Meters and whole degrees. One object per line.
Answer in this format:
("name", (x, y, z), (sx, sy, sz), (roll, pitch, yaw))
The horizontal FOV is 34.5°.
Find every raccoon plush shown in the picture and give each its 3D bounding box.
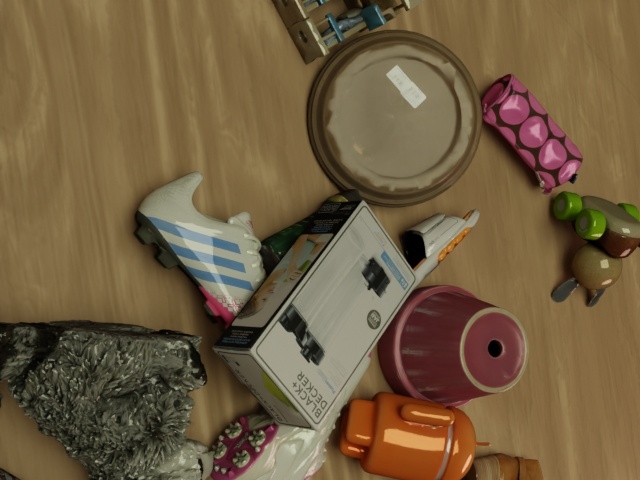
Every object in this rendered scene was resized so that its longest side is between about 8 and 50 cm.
("raccoon plush", (-0.335, 0.255, 1.318), (0.446, 0.216, 0.299), (7, 89, -21))

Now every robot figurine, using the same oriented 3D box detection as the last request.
("robot figurine", (0.141, 0.304, 1.572), (0.219, 0.128, 0.158), (13, 103, -6))

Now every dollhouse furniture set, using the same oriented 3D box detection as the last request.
("dollhouse furniture set", (0.036, -0.368, 1.545), (0.129, 0.183, 0.129), (-35, 102, -25))

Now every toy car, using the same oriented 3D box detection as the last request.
("toy car", (0.477, 0.028, 1.802), (0.155, 0.149, 0.188), (9, 111, -23))

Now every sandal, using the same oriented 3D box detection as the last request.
("sandal", (0.154, 0.017, 1.626), (0.076, 0.102, 0.265), (44, 61, 6))

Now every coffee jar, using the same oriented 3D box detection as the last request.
("coffee jar", (0.000, 0.000, 1.561), (0.184, 0.079, 0.096), (-35, 103, -25))

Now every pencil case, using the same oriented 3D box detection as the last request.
("pencil case", (0.354, -0.180, 1.752), (0.209, 0.095, 0.098), (45, 84, -15))

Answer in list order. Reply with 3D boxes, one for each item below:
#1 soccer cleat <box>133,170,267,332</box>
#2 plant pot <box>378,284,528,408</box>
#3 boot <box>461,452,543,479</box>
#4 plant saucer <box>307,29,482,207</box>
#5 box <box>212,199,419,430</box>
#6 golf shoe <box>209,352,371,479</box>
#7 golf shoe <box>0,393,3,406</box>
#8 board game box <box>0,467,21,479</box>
("soccer cleat", (-0.120, 0.047, 1.468), (0.143, 0.116, 0.331), (-42, 104, -9))
("plant pot", (0.218, 0.167, 1.606), (0.201, 0.180, 0.201), (2, 85, -26))
("boot", (0.302, 0.451, 1.694), (0.152, 0.073, 0.197), (6, 86, -31))
("plant saucer", (0.118, -0.190, 1.600), (0.277, 0.041, 0.278), (0, 93, -4))
("box", (0.001, 0.101, 1.442), (0.290, 0.087, 0.169), (-51, 120, -29))
("golf shoe", (-0.029, 0.272, 1.526), (0.306, 0.115, 0.140), (-42, 120, -21))
("golf shoe", (-0.490, 0.155, 1.301), (0.094, 0.077, 0.198), (-37, 102, -24))
("board game box", (-0.461, 0.384, 1.249), (0.291, 0.141, 0.232), (37, 79, -20))
